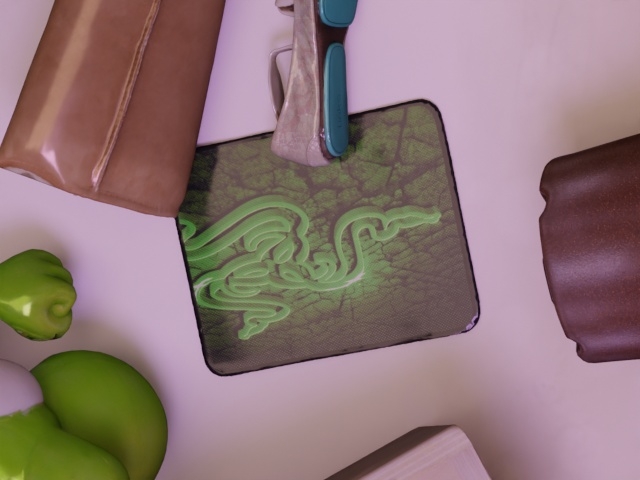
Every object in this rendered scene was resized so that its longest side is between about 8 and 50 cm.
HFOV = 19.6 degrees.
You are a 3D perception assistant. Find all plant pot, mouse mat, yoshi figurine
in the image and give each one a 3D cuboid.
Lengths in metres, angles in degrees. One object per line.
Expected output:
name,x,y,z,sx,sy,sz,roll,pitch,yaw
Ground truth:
plant pot,0.222,-0.003,1.069,0.165,0.167,0.167,-11,91,23
mouse mat,0.000,0.000,1.196,0.189,0.007,0.153,-12,91,15
yoshi figurine,-0.245,0.094,1.207,0.362,0.203,0.203,30,60,24

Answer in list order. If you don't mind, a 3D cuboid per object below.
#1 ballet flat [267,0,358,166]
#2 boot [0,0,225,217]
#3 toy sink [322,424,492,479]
ballet flat,-0.008,-0.131,1.163,0.052,0.057,0.168,5,91,26
boot,-0.142,-0.165,1.121,0.236,0.089,0.270,16,97,-33
toy sink,0.003,0.222,1.098,0.234,0.153,0.131,-29,87,-8
